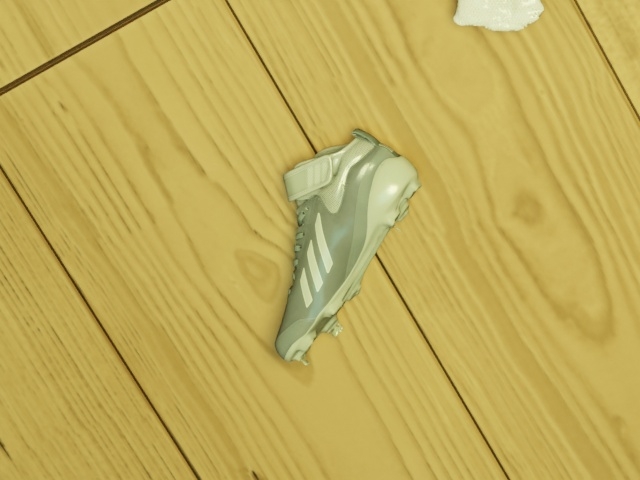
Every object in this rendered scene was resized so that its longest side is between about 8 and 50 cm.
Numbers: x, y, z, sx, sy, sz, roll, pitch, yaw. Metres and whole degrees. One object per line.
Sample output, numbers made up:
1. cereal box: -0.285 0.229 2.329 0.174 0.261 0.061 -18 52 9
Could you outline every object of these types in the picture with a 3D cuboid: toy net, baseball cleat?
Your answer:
1. toy net: 0.088 -0.259 1.518 0.232 0.045 0.122 35 109 -6
2. baseball cleat: 0.000 0.000 1.618 0.109 0.072 0.206 36 107 10
